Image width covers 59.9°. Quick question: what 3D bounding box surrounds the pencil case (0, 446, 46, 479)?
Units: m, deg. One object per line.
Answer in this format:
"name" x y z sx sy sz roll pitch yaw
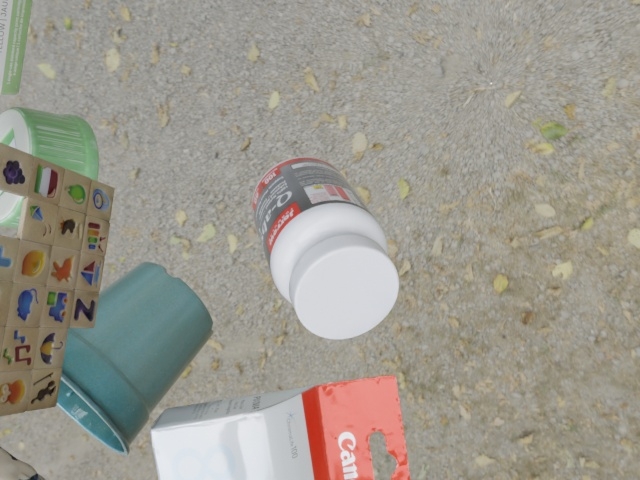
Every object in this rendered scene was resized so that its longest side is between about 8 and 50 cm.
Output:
"pencil case" -0.500 0.460 0.929 0.410 0.160 0.183 40 147 -11

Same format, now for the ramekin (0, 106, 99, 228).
"ramekin" -0.666 -0.162 1.293 0.303 0.148 0.304 -5 82 37

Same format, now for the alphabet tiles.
"alphabet tiles" -0.274 0.041 0.519 0.009 0.198 0.237 3 81 17

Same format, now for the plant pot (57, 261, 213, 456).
"plant pot" -0.446 0.247 1.280 0.341 0.334 0.341 27 143 23

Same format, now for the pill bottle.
"pill bottle" 0.000 0.000 1.009 0.210 0.363 0.210 -7 119 -12

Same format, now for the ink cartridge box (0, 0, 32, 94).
"ink cartridge box" -0.314 -0.182 0.369 0.056 0.235 0.171 35 119 16

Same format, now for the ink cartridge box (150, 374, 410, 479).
"ink cartridge box" -0.045 0.395 0.869 0.384 0.091 0.308 -8 95 -1
